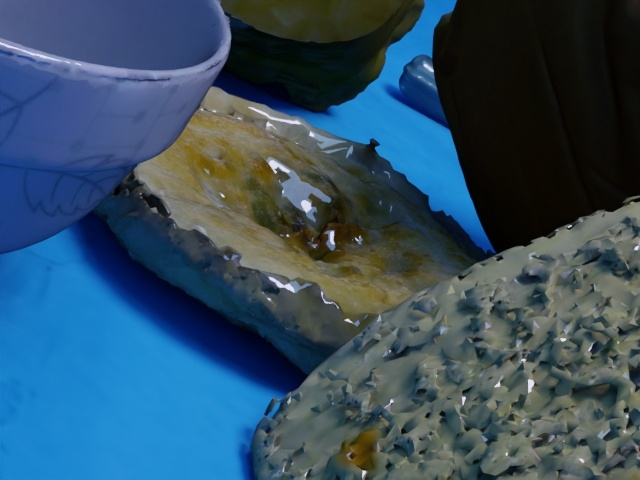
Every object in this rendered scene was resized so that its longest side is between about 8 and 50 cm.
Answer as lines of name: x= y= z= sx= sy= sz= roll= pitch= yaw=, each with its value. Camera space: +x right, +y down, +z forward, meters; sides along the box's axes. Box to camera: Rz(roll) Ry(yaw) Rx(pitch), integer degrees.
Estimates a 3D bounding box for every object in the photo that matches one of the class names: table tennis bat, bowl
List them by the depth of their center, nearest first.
bowl: x=-0.192 y=-0.089 z=0.695 sx=0.287 sy=0.144 sz=0.287 roll=27 pitch=22 yaw=-12
table tennis bat: x=0.145 y=-0.073 z=1.280 sx=0.201 sy=0.033 sz=0.124 roll=34 pitch=19 yaw=-7

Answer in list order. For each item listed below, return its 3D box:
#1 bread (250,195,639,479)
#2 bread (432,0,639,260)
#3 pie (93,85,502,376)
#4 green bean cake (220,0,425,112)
bread: x=0.166 y=0.127 z=0.714 sx=0.279 sy=0.315 sz=0.248 roll=57 pitch=8 yaw=-34
bread: x=0.209 y=-0.060 z=0.941 sx=0.225 sy=0.250 sz=0.279 roll=-26 pitch=93 yaw=-34
pie: x=0.000 y=0.000 z=0.881 sx=0.274 sy=0.055 sz=0.274 roll=27 pitch=21 yaw=-11
green bean cake: x=-0.031 y=-0.238 z=1.058 sx=0.310 sy=0.285 sz=0.202 roll=15 pitch=31 yaw=-34
